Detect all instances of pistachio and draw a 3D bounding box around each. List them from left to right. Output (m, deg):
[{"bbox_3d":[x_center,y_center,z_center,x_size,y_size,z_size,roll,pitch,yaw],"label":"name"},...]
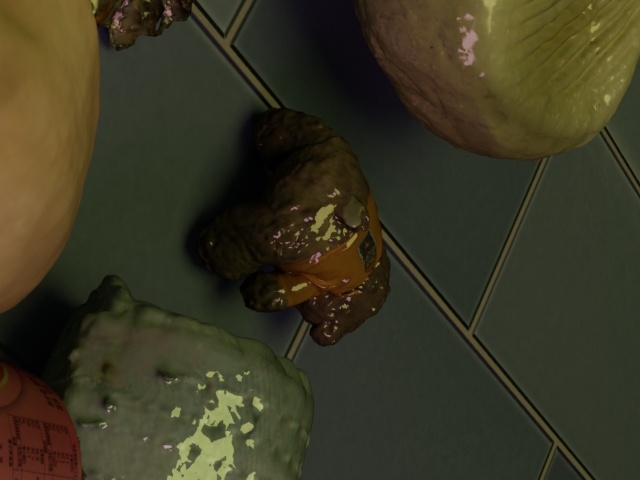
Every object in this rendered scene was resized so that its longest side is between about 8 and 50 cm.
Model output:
[{"bbox_3d":[-0.224,-0.072,0.941,0.214,0.193,0.318,-29,156,-11],"label":"pistachio"}]

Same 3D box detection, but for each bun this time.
[{"bbox_3d":[0.150,-0.250,1.445,0.349,0.227,0.352,-44,126,-38],"label":"bun"}]

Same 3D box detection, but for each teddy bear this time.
[{"bbox_3d":[0.000,0.000,1.382,0.177,0.140,0.190,-64,146,-27],"label":"teddy bear"}]

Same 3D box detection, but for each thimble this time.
[{"bbox_3d":[-0.113,0.142,1.193,0.250,0.205,0.172,43,59,-49],"label":"thimble"}]

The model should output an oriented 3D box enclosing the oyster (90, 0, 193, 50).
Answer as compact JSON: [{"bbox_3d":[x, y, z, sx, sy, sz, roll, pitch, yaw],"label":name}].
[{"bbox_3d":[-0.123,-0.281,1.210,0.198,0.092,0.260,48,64,-45],"label":"oyster"}]

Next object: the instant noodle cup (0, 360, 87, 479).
[{"bbox_3d":[-0.288,0.143,0.989,0.255,0.244,0.244,23,78,-60],"label":"instant noodle cup"}]
